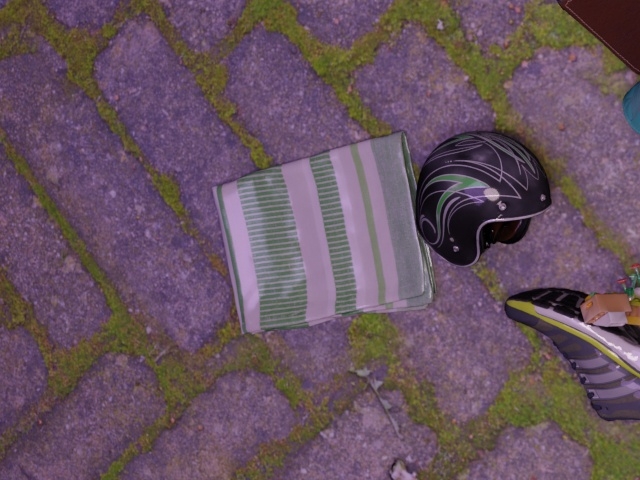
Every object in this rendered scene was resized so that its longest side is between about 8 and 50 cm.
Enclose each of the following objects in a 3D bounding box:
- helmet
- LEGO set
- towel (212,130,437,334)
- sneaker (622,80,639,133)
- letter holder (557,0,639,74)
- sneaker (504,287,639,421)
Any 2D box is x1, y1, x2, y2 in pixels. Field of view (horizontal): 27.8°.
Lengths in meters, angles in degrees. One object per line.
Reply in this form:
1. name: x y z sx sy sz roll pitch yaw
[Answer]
1. helmet: 0.208 -0.061 1.662 0.169 0.169 0.162 40 130 20
2. LEGO set: 0.455 0.048 1.549 0.287 0.132 0.107 1 91 7
3. towel: 0.000 0.000 1.860 0.324 0.038 0.248 -13 88 30
4. sneaker: 0.418 -0.206 1.500 0.178 0.124 0.295 -24 124 39
5. letter holder: 0.441 -0.361 1.518 0.302 0.214 0.152 -33 47 29
6. sneaker: 0.357 0.158 1.635 0.300 0.111 0.121 30 113 26
